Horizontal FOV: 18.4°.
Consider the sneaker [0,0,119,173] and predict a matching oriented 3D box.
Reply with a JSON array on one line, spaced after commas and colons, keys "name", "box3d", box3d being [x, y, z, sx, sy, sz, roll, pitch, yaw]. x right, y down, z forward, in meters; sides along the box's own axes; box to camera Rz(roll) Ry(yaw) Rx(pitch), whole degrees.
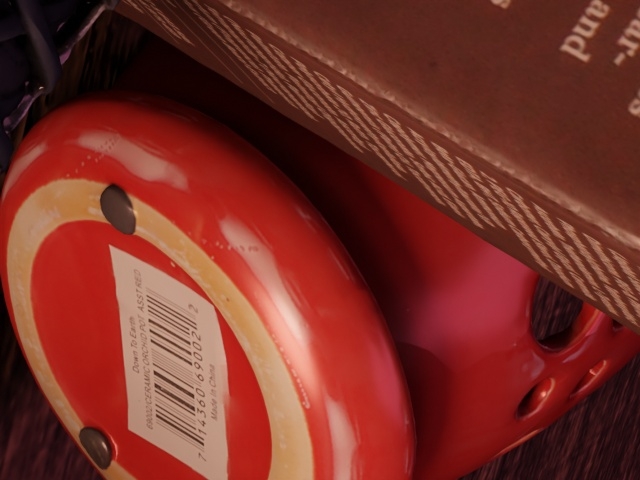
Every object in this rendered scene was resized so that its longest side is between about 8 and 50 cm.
[{"name": "sneaker", "box3d": [-0.077, -0.067, 0.394, 0.111, 0.121, 0.300, 30, 65, -75]}]

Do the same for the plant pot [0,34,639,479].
[{"name": "plant pot", "box3d": [0.000, 0.000, 0.650, 0.174, 0.191, 0.191, -33, 141, -36]}]

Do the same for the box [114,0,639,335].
[{"name": "box", "box3d": [0.088, -0.087, 0.472, 0.191, 0.381, 0.143, -55, 156, -3]}]
